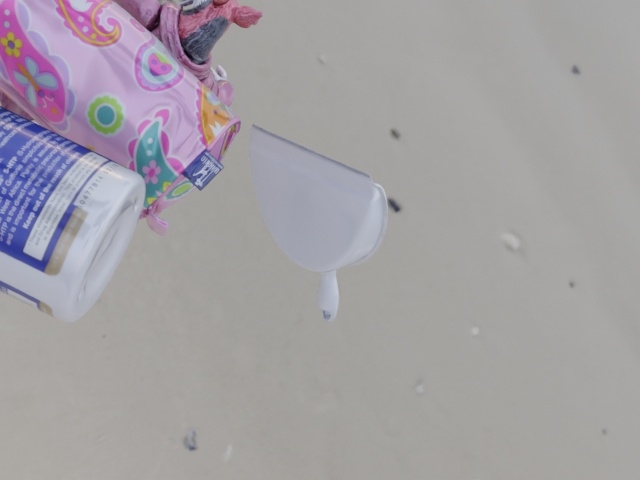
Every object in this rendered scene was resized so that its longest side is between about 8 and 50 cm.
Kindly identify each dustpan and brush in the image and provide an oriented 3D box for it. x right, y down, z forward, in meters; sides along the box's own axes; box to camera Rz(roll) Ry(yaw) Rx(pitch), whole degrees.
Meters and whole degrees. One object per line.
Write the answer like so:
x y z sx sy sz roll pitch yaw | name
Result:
0.000 0.000 0.896 0.147 0.211 0.060 26 38 30 | dustpan and brush

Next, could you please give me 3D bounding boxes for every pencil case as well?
-0.194 -0.135 0.738 0.284 0.124 0.124 42 50 -6 | pencil case

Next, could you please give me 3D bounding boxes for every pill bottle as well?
-0.223 -0.033 0.640 0.186 0.112 0.112 26 53 0 | pill bottle

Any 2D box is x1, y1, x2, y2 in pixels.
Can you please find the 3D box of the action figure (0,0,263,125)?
-0.233 -0.205 1.102 0.248 0.370 0.276 53 39 -23 | action figure
